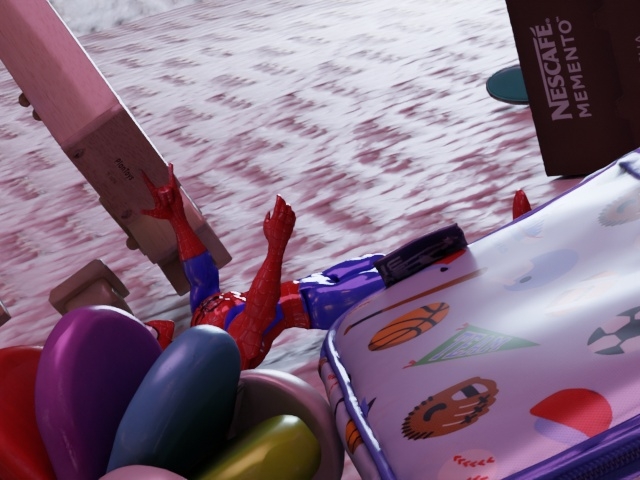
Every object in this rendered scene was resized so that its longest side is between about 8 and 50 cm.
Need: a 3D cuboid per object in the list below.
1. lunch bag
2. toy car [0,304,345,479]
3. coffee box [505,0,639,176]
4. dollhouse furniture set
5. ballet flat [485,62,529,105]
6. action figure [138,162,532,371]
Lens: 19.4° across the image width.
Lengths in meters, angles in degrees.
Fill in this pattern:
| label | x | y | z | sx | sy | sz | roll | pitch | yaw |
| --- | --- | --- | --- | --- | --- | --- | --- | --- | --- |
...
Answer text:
| label | x | y | z | sx | sy | sz | roll | pitch | yaw |
| --- | --- | --- | --- | --- | --- | --- | --- | --- | --- |
| lunch bag | 0.129 | 0.050 | 0.773 | 0.243 | 0.115 | 0.303 | -29 | 16 | 2 |
| toy car | -0.089 | 0.096 | 0.820 | 0.182 | 0.136 | 0.159 | -22 | 8 | 32 |
| coffee box | 0.272 | -0.176 | 1.460 | 0.119 | 0.168 | 0.297 | -3 | 18 | 36 |
| dollhouse furniture set | -0.283 | -0.003 | 1.205 | 0.355 | 0.303 | 0.174 | -36 | 59 | -1 |
| ballet flat | 0.205 | -0.141 | 1.666 | 0.114 | 0.041 | 0.041 | -11 | 15 | 12 |
| action figure | 0.000 | 0.000 | 1.144 | 0.280 | 0.139 | 0.091 | -20 | 15 | -10 |
